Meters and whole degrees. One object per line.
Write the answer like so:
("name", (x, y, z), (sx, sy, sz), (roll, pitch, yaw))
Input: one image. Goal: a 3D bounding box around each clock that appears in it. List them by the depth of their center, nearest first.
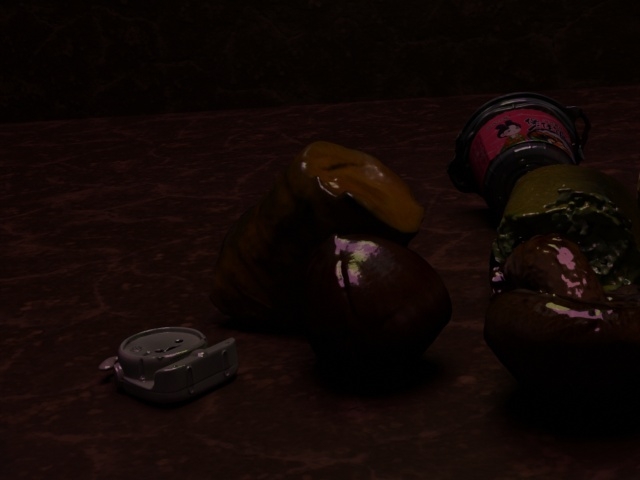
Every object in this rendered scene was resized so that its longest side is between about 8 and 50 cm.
("clock", (-0.227, 0.174, 1.667), (0.191, 0.062, 0.151), (9, 21, 40))

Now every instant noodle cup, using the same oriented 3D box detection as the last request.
("instant noodle cup", (0.407, -0.143, 2.280), (0.302, 0.258, 0.181), (-35, 25, 18))

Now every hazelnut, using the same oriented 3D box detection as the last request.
("hazelnut", (0.060, 0.086, 1.624), (0.229, 0.229, 0.229), (-5, 17, 1))

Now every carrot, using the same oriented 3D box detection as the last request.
("carrot", (0.000, 0.000, 1.842), (0.241, 0.341, 0.241), (24, 39, -21))

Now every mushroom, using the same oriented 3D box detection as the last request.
("mushroom", (0.328, 0.111, 1.481), (0.263, 0.195, 0.283), (-3, 31, -22))

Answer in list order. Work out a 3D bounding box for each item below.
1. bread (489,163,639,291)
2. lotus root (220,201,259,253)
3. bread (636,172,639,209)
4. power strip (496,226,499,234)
("bread", (0.408, -0.010, 1.881), (0.251, 0.208, 0.376), (4, 15, 15))
("lotus root", (-0.078, -0.011, 2.109), (0.210, 0.142, 0.314), (-17, 19, -31))
("bread", (0.683, -0.066, 1.977), (0.288, 0.152, 0.119), (21, 61, 25))
("power strip", (0.521, -0.028, 2.127), (0.385, 0.062, 0.091), (-2, 14, 6))
